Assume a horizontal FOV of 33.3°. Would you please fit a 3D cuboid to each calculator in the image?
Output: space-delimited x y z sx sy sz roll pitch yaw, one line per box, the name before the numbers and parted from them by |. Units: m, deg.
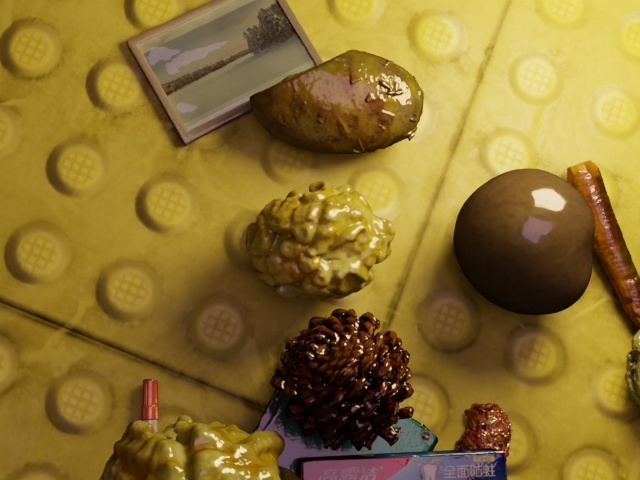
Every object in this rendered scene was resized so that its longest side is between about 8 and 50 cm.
calculator | 0.023 0.343 1.732 0.274 0.058 0.248 30 76 -1

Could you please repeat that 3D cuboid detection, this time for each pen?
pen | -0.271 0.341 1.705 0.028 0.028 0.239 0 78 -8

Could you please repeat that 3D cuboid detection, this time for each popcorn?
popcorn | -0.005 -0.003 1.742 0.235 0.217 0.181 -19 108 -18
popcorn | -0.170 0.381 1.542 0.279 0.336 0.274 47 54 -31

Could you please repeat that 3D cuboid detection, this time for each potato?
potato | 0.030 -0.234 1.814 0.298 0.141 0.176 -1 92 -10

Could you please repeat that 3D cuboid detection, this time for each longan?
longan | 0.344 0.005 1.769 0.248 0.248 0.248 2 77 -8

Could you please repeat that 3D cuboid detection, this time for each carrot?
carrot | 0.507 0.011 1.877 0.066 0.066 0.314 -19 85 -12

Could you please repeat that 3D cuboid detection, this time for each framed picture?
framed picture | -0.161 -0.319 1.872 0.289 0.016 0.213 -28 83 -13

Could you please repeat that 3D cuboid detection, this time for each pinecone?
pinecone | 0.042 0.223 1.631 0.222 0.221 0.221 2 77 -8

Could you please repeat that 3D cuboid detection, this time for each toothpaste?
toothpaste | 0.125 0.363 1.669 0.321 0.076 0.066 -2 82 -7

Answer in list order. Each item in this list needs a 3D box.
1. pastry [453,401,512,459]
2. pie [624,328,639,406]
pastry | 0.268 0.346 1.763 0.087 0.063 0.169 19 77 -1
pie | 0.623 0.193 1.830 0.248 0.090 0.201 -43 93 -14
